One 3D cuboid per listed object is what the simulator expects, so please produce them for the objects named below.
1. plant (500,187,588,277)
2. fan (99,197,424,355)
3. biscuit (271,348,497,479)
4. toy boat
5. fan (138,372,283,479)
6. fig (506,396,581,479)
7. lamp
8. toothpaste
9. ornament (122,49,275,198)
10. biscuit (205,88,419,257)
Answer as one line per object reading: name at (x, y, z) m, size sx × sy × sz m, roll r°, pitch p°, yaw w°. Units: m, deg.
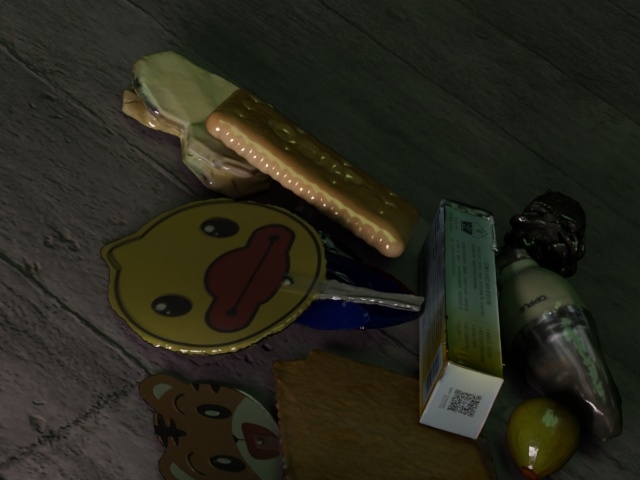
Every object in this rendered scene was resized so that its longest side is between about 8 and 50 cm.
plant at (0.253, -0.004, 2.240) m, size 0.094 × 0.092 × 0.143 m, roll 34°, pitch 25°, yaw -1°
fan at (-0.062, 0.038, 1.934) m, size 0.335 × 0.011 × 0.229 m, roll 9°, pitch 42°, yaw 18°
biscuit at (0.065, 0.193, 1.898) m, size 0.237 × 0.013 × 0.232 m, roll 18°, pitch 33°, yaw -18°
toy boat at (0.020, 0.016, 2.096) m, size 0.219 × 0.072 × 0.318 m, roll 31°, pitch 24°, yaw 13°
fan at (-0.055, 0.187, 1.844) m, size 0.227 × 0.008 × 0.152 m, roll 9°, pitch 37°, yaw -24°
fig at (0.217, 0.197, 1.959) m, size 0.074 × 0.074 × 0.088 m, roll 25°, pitch 51°, yaw -2°
lamp at (0.246, 0.106, 2.075) m, size 0.101 × 0.101 × 0.250 m, roll 2°, pitch 43°, yaw -32°
toothpaste at (0.140, 0.073, 2.046) m, size 0.071 × 0.089 × 0.313 m, roll 15°, pitch 32°, yaw -8°
ornament at (-0.108, -0.131, 2.209) m, size 0.201 × 0.059 × 0.180 m, roll 44°, pitch 34°, yaw 21°
biscuit at (-0.004, -0.076, 2.126) m, size 0.250 × 0.030 × 0.160 m, roll 35°, pitch 18°, yaw 0°
